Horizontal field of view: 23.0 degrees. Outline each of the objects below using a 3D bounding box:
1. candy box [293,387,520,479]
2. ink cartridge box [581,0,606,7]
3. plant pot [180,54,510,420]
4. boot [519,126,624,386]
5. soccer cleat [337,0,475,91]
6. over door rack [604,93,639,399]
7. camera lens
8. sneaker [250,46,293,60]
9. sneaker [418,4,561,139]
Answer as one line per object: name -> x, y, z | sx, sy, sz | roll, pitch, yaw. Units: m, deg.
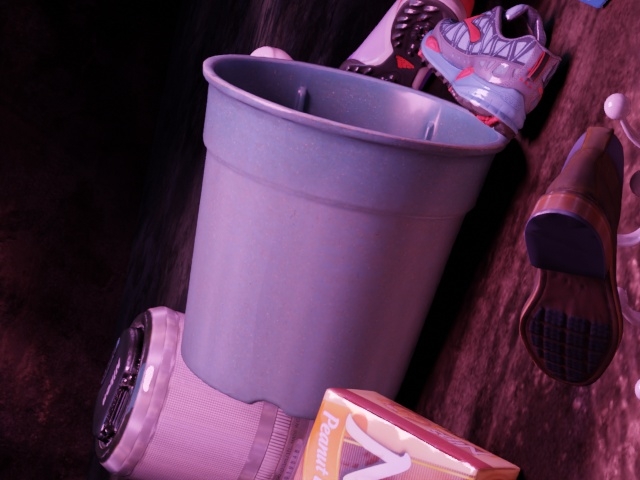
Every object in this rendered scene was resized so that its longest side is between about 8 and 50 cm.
candy box -> 0.041, 0.318, 1.472 | 0.183, 0.087, 0.316 | 25, 97, 35
ink cartridge box -> 0.261, -0.335, 1.510 | 0.203, 0.148, 0.086 | 131, 155, -51
plant pot -> 0.000, 0.000, 1.738 | 0.341, 0.341, 0.334 | -120, 43, -69
boot -> 0.203, 0.016, 1.195 | 0.219, 0.082, 0.106 | 82, -151, -50
soccer cleat -> 0.113, -0.255, 2.040 | 0.116, 0.108, 0.318 | -58, 6, -31
over door rack -> 0.298, -0.062, 1.158 | 0.239, 0.108, 0.324 | -95, 28, -53
camera lens -> -0.137, 0.218, 1.996 | 0.219, 0.274, 0.219 | -161, 90, -75
sneaker -> 0.006, -0.166, 1.973 | 0.114, 0.305, 0.152 | 28, 77, 39
sneaker -> 0.198, -0.202, 1.722 | 0.125, 0.104, 0.262 | -50, 25, 11
